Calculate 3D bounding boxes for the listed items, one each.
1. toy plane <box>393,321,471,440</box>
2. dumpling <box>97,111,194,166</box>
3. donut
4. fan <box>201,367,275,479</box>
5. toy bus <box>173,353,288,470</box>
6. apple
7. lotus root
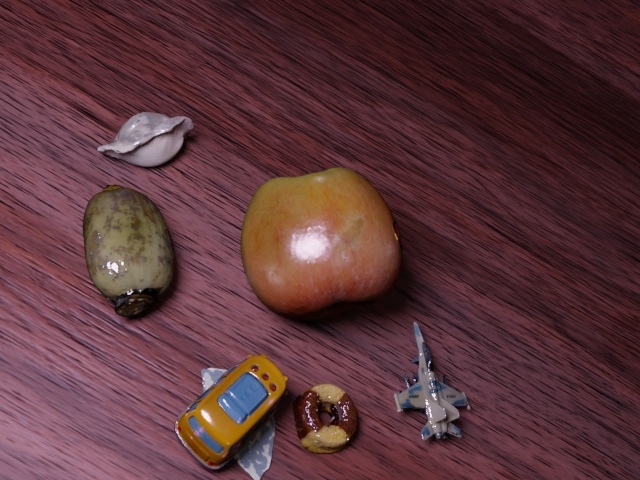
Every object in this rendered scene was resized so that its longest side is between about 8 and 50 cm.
[{"bbox_3d":[0.231,0.305,1.359,0.192,0.088,0.262,7,47,-25],"label":"toy plane"},{"bbox_3d":[-0.380,-0.232,1.402,0.229,0.151,0.124,-26,99,-34],"label":"dumpling"},{"bbox_3d":[0.011,0.354,1.246,0.140,0.059,0.140,13,56,-19],"label":"donut"},{"bbox_3d":[-0.158,0.348,1.207,0.131,0.009,0.240,-19,68,-31],"label":"fan"},{"bbox_3d":[-0.155,0.304,1.146,0.126,0.136,0.209,45,50,7],"label":"toy bus"},{"bbox_3d":[0.000,0.000,1.286,0.339,0.338,0.305,-5,75,-25],"label":"apple"},{"bbox_3d":[-0.395,-0.003,1.248,0.173,0.173,0.309,-6,56,-26],"label":"lotus root"}]
